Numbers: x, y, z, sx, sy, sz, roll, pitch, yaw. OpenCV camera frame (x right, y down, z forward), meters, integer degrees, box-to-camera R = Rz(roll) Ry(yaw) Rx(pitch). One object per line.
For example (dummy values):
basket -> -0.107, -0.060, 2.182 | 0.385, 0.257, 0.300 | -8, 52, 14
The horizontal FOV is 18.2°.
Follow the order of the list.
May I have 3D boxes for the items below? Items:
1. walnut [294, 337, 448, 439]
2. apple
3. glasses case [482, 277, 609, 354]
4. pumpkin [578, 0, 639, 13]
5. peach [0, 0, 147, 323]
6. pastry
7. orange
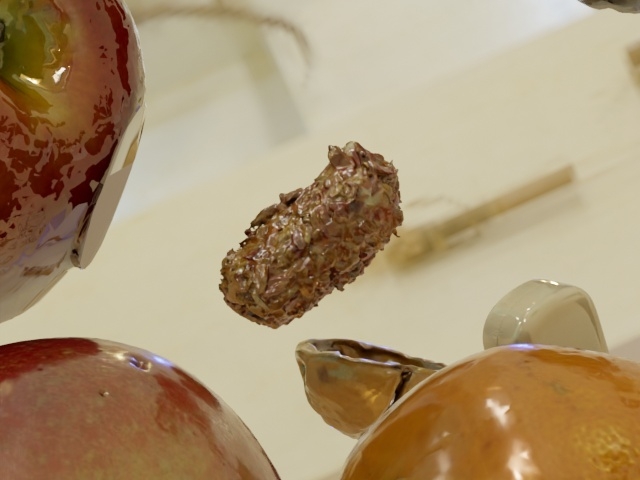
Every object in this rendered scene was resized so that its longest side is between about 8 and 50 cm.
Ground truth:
walnut -> 0.053, 0.148, 1.902 | 0.211, 0.167, 0.087 | -153, -109, -84
apple -> -0.181, 0.217, 1.270 | 0.277, 0.348, 0.348 | -94, 165, -50
glasses case -> 0.176, 0.121, 1.443 | 0.050, 0.083, 0.196 | 15, -50, 52
pumpkin -> 0.263, -0.296, 1.639 | 0.162, 0.220, 0.220 | -40, 109, -56
peach -> -0.296, -0.084, 1.504 | 0.406, 0.310, 0.335 | 120, -9, -47
pastry -> 0.002, 0.002, 1.515 | 0.087, 0.169, 0.063 | 49, -6, -29
orange -> 0.150, 0.217, 1.248 | 0.312, 0.312, 0.312 | 156, -90, -90
